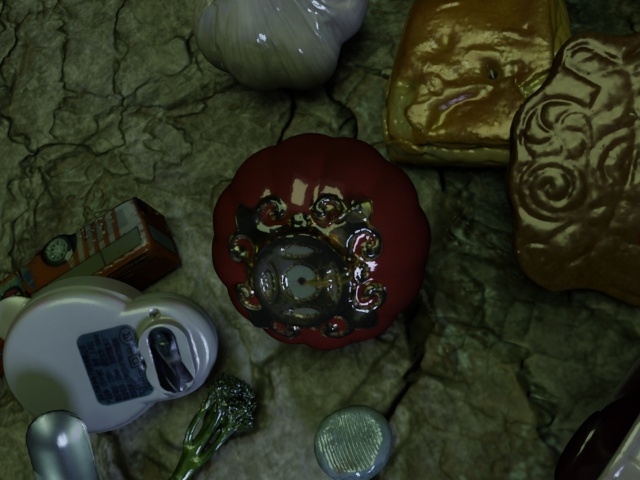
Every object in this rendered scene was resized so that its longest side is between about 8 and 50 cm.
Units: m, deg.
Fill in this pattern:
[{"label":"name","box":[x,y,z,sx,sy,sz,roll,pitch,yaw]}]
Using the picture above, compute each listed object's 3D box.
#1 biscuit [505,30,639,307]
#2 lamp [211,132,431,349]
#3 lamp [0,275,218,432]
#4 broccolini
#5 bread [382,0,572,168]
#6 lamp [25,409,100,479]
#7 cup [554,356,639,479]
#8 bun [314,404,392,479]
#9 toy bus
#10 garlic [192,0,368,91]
[{"label":"biscuit","box":[0.312,-0.072,0.561,0.257,0.049,0.273,8,94,12]},{"label":"lamp","box":[0.000,0.000,0.608,0.226,0.227,0.227,-6,69,15]},{"label":"lamp","box":[-0.236,0.122,0.670,0.246,0.108,0.180,-9,111,4]},{"label":"broccolini","box":[-0.136,0.252,0.647,0.067,0.058,0.216,20,83,58]},{"label":"bread","box":[0.182,-0.197,0.676,0.210,0.099,0.235,5,73,19]},{"label":"lamp","box":[-0.376,0.247,0.633,0.283,0.124,0.203,12,107,22]},{"label":"cup","box":[0.341,0.204,0.446,0.273,0.288,0.208,34,119,24]},{"label":"bun","box":[0.034,0.208,0.602,0.083,0.045,0.083,-5,68,12]},{"label":"toy bus","box":[-0.374,0.087,0.750,0.408,0.093,0.092,-32,66,5]},{"label":"garlic","box":[-0.049,-0.262,0.740,0.229,0.178,0.143,-12,85,17]}]
